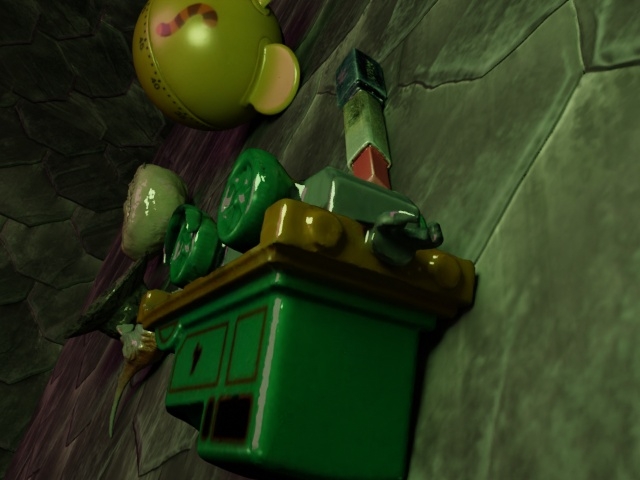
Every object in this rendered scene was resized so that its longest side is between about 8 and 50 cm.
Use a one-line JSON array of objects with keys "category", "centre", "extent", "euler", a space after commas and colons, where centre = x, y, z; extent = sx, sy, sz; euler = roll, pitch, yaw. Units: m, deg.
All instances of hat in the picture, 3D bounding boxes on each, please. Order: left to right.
[{"category": "hat", "centre": [-0.445, 0.156, 1.471], "extent": [0.265, 0.128, 0.265], "euler": [-42, 17, 16]}]

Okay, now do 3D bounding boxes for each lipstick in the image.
[{"category": "lipstick", "centre": [0.054, -0.146, 0.790], "extent": [0.051, 0.051, 0.312], "euler": [-47, 26, 30]}]

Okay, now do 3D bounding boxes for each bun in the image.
[{"category": "bun", "centre": [-0.441, -0.072, 1.710], "extent": [0.273, 0.168, 0.272], "euler": [-165, 90, -71]}]

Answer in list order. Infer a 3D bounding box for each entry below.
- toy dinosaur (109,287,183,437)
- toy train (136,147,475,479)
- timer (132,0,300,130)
[{"category": "toy dinosaur", "centre": [-0.346, 0.202, 1.248], "extent": [0.392, 0.092, 0.205], "euler": [-59, 25, 0]}, {"category": "toy train", "centre": [-0.041, 0.083, 0.568], "extent": [0.429, 0.178, 0.249], "euler": [-27, 50, 56]}, {"category": "timer", "centre": [-0.206, -0.419, 1.405], "extent": [0.387, 0.376, 0.376], "euler": [-14, 46, 33]}]
